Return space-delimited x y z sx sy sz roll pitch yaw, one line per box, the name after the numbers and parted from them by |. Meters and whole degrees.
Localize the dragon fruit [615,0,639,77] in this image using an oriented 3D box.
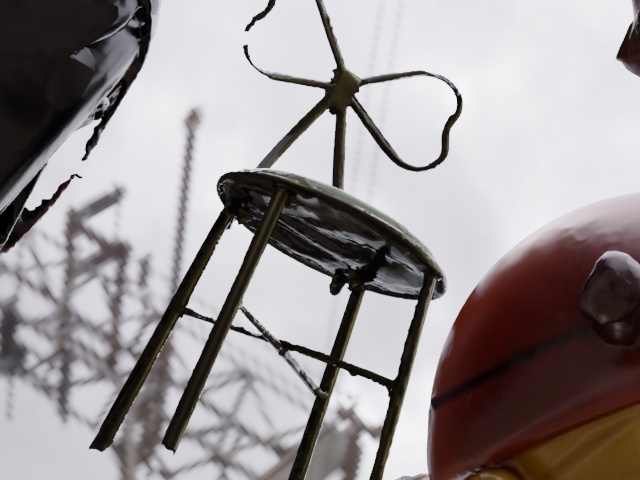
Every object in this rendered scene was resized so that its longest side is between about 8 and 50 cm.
0.157 -0.010 0.467 0.246 0.125 0.125 64 -13 -24 | dragon fruit

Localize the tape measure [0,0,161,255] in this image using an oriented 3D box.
-0.161 -0.071 0.909 0.135 0.223 0.202 38 -6 -8 | tape measure

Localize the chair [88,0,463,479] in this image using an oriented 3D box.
0.000 0.000 1.155 0.159 0.326 0.170 30 -17 -18 | chair

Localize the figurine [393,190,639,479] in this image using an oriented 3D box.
0.158 0.071 0.913 0.320 0.323 0.196 -21 -86 8 | figurine
